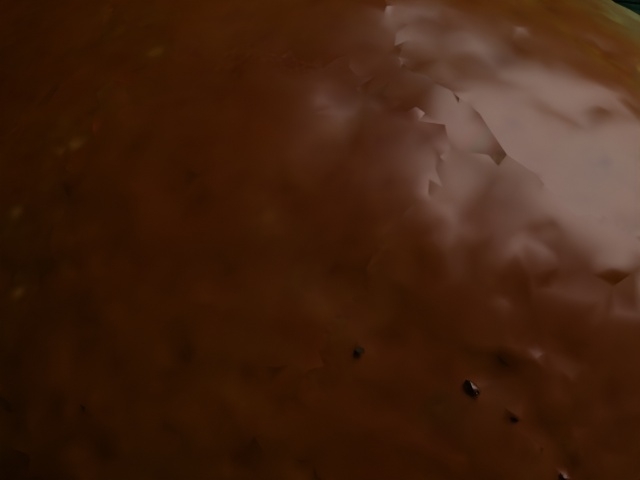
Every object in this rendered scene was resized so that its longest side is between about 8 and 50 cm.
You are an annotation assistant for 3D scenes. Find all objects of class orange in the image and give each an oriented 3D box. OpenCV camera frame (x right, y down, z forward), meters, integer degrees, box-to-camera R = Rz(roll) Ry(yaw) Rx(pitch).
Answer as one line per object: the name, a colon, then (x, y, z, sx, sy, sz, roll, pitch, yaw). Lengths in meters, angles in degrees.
orange: (0.012, 0.099, 0.642, 0.424, 0.326, 0.424, 29, -22, 13)
